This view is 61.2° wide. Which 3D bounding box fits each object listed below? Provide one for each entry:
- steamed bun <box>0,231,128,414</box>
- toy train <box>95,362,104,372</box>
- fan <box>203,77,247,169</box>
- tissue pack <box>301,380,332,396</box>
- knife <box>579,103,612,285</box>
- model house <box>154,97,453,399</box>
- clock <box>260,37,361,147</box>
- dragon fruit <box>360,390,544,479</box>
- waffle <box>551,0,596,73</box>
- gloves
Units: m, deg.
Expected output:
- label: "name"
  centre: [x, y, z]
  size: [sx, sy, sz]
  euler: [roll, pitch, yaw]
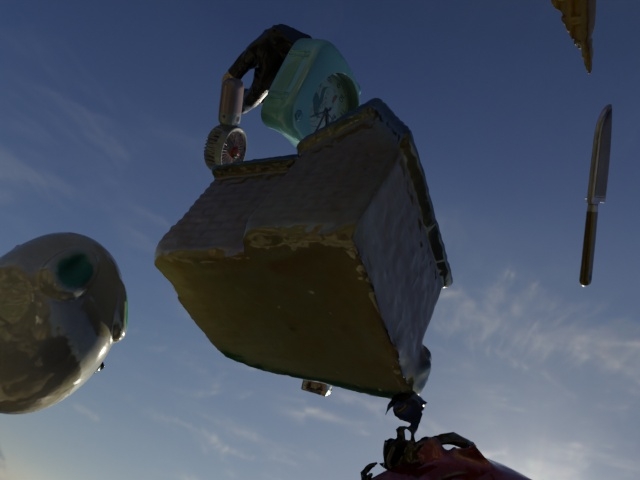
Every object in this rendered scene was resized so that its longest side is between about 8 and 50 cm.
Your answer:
- label: "steamed bun"
  centre: [-0.323, 0.097, 0.654]
  size: [0.130, 0.228, 0.177]
  euler: [7, -37, 29]
- label: "toy train"
  centre: [-0.446, 0.209, 0.923]
  size: [0.149, 0.081, 0.099]
  euler: [-26, -87, 36]
- label: "fan"
  centre: [-0.231, -0.284, 1.365]
  size: [0.074, 0.130, 0.244]
  euler: [17, -69, 18]
- label: "tissue pack"
  centre: [-0.001, 0.333, 1.357]
  size: [0.074, 0.094, 0.058]
  euler: [9, -5, 23]
- label: "knife"
  centre: [0.386, -0.063, 0.763]
  size: [0.046, 0.256, 0.022]
  euler: [0, 6, -37]
- label: "model house"
  centre: [0.000, 0.000, 0.866]
  size: [0.382, 0.343, 0.335]
  euler: [0, -48, 30]
- label: "clock"
  centre: [-0.003, -0.297, 1.234]
  size: [0.094, 0.224, 0.274]
  euler: [20, -12, 34]
- label: "dragon fruit"
  centre: [0.128, 0.295, 0.401]
  size: [0.291, 0.250, 0.269]
  euler: [41, -15, -32]
- label: "waffle"
  centre: [0.367, -0.358, 0.833]
  size: [0.125, 0.032, 0.191]
  euler: [33, -40, 54]
- label: "gloves"
  centre: [-0.149, -0.450, 1.469]
  size: [0.197, 0.152, 0.301]
  euler: [11, -24, -35]
